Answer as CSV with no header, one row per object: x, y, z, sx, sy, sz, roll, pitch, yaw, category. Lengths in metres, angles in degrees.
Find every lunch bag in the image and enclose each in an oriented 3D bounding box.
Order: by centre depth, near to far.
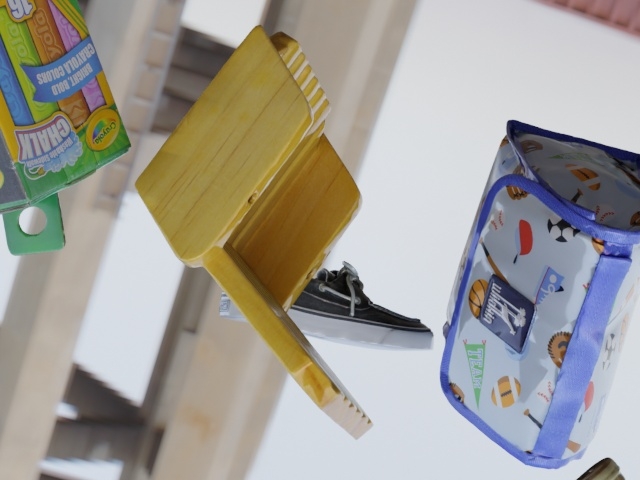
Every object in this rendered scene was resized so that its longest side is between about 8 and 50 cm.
0.288,0.061,1.977,0.239,0.327,0.385,12,-159,-5,lunch bag

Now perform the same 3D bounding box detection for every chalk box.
-0.338,-0.127,1.680,0.180,0.289,0.179,-8,-162,36,chalk box

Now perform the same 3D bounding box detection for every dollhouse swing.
0.000,0.000,1.790,0.305,0.315,0.347,34,173,19,dollhouse swing

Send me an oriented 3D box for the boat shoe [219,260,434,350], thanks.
0.016,0.080,2.110,0.306,0.105,0.113,12,172,-15,boat shoe

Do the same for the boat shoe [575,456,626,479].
0.202,0.314,1.412,0.089,0.285,0.104,38,-151,16,boat shoe
